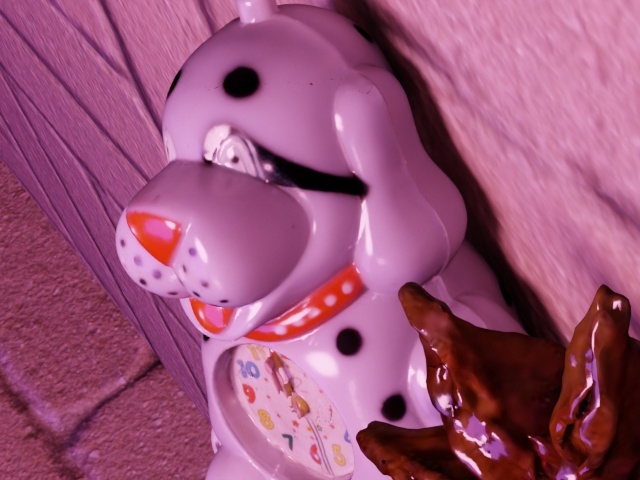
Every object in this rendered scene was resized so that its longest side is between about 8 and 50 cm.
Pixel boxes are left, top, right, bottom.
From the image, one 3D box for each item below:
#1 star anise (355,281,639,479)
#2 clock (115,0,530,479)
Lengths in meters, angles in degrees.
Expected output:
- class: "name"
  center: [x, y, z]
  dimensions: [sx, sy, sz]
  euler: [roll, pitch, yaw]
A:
- class: "star anise"
  center: [0.131, 0.125, 0.685]
  dimensions: [0.288, 0.088, 0.288]
  euler: [29, 149, 20]
- class: "clock"
  center: [0.000, 0.004, 0.825]
  dimensions: [0.189, 0.189, 0.254]
  euler: [38, 153, 57]
